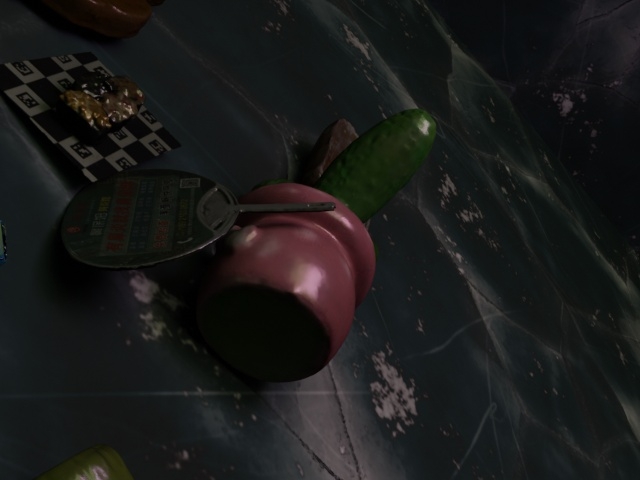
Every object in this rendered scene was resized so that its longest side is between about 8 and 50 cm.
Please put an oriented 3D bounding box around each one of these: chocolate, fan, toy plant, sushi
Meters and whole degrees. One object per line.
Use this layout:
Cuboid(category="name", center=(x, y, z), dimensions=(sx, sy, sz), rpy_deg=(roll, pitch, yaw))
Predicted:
Cuboid(category="chocolate", center=(0.021, -0.095, 1.450), dimensions=(0.157, 0.080, 0.254), rpy_deg=(59, 26, -24))
Cuboid(category="fan", center=(-0.163, -0.043, 0.995), dimensions=(0.294, 0.012, 0.223), rpy_deg=(-19, 35, -29))
Cuboid(category="toy plant", center=(-0.004, 0.000, 1.106), dimensions=(0.211, 0.317, 0.356), rpy_deg=(54, 35, -16))
Cuboid(category="sushi", center=(-0.279, -0.182, 1.082), dimensions=(0.192, 0.050, 0.215), rpy_deg=(46, 28, 2))

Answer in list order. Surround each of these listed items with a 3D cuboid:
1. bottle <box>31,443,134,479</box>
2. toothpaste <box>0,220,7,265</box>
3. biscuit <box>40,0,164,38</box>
Cuboid(category="bottle", center=(-0.160, 0.304, 0.707), dimensions=(0.260, 0.112, 0.112), rpy_deg=(59, 28, 6))
Cuboid(category="toothpaste", center=(-0.403, -0.017, 0.729), dimensions=(0.266, 0.065, 0.050), rpy_deg=(21, 43, -46))
Cuboid(category="biscuit", center=(-0.368, -0.442, 1.236), dimensions=(0.381, 0.074, 0.359), rpy_deg=(23, 41, -47))
